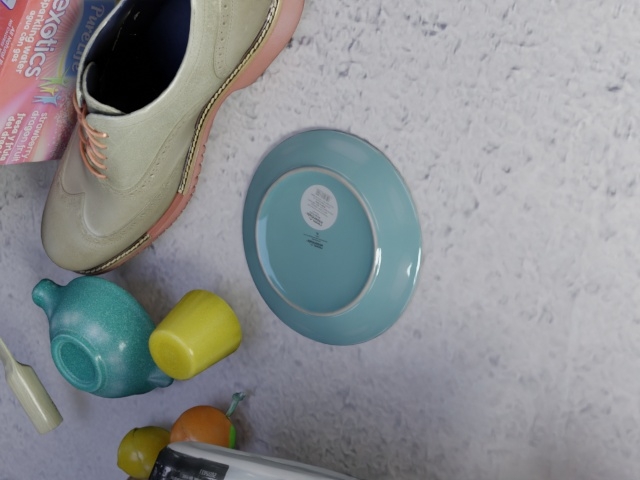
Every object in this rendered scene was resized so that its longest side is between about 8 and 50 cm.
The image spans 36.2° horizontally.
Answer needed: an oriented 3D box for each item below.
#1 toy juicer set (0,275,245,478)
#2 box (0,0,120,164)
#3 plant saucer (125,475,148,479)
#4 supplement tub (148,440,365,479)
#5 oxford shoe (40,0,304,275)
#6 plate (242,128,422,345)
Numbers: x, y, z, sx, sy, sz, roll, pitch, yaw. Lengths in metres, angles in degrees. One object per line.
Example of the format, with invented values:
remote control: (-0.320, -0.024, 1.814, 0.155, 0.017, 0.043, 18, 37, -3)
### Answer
toy juicer set: (-0.206, 0.131, 0.977, 0.329, 0.089, 0.209, 7, 120, 31)
box: (-0.264, -0.230, 0.907, 0.154, 0.142, 0.300, 45, 121, 22)
plant saucer: (-0.171, 0.276, 1.009, 0.083, 0.015, 0.083, 6, 101, 34)
supplement tub: (-0.066, 0.342, 0.764, 0.207, 0.207, 0.338, 6, 79, 35)
oxford shoe: (-0.175, -0.112, 0.861, 0.140, 0.146, 0.397, 46, 122, 17)
plate: (0.000, 0.000, 0.833, 0.188, 0.024, 0.188, 8, 103, 35)
